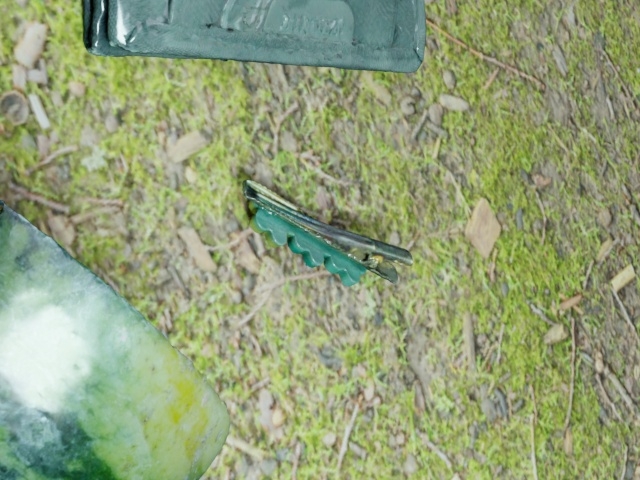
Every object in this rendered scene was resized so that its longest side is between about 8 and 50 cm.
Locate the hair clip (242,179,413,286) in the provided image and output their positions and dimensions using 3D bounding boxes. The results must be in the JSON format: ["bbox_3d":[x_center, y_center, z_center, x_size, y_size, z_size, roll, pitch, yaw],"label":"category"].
[{"bbox_3d":[0.000,0.001,1.105,0.173,0.049,0.049,25,62,-32],"label":"hair clip"}]

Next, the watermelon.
[{"bbox_3d":[-0.204,0.106,0.833,0.262,0.201,0.213,-45,120,5],"label":"watermelon"}]

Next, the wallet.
[{"bbox_3d":[-0.028,-0.256,1.086,0.342,0.075,0.237,-3,100,-44],"label":"wallet"}]
